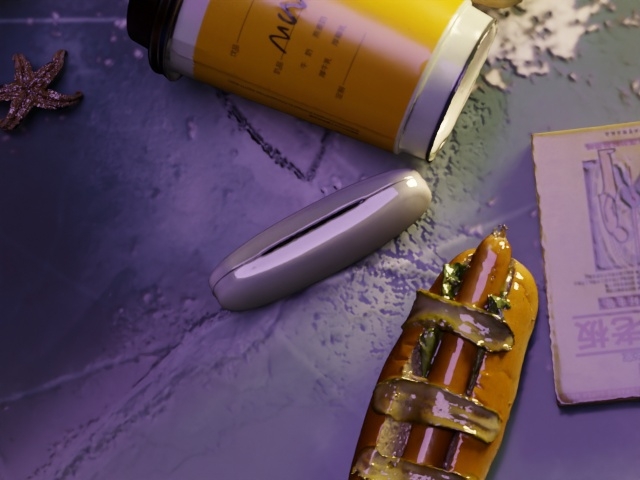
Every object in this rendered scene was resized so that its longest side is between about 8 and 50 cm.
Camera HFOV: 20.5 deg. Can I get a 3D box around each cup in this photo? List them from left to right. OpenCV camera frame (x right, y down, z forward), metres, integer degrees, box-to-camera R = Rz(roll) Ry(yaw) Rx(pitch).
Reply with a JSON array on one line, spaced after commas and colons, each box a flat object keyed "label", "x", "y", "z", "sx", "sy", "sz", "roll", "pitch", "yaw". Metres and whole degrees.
[{"label": "cup", "x": -0.006, "y": -0.182, "z": 1.450, "sx": 0.279, "sy": 0.196, "sz": 0.196, "roll": 25, "pitch": 80, "yaw": 7}]

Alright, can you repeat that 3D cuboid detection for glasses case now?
[{"label": "glasses case", "x": 0.000, "y": 0.000, "z": 1.447, "sx": 0.197, "sy": 0.076, "sz": 0.049, "roll": -28, "pitch": 71, "yaw": 1}]

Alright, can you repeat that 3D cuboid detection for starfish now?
[{"label": "starfish", "x": -0.251, "y": -0.133, "z": 1.550, "sx": 0.078, "sy": 0.028, "sz": 0.091, "roll": 35, "pitch": 78, "yaw": 18}]

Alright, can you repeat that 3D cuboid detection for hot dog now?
[{"label": "hot dog", "x": 0.101, "y": 0.115, "z": 1.403, "sx": 0.109, "sy": 0.072, "sz": 0.270, "roll": 18, "pitch": 79, "yaw": 11}]

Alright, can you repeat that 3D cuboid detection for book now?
[{"label": "book", "x": 0.257, "y": 0.015, "z": 1.429, "sx": 0.161, "sy": 0.026, "sz": 0.231, "roll": -6, "pitch": 74, "yaw": 7}]

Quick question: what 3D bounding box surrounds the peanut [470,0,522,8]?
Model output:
[{"label": "peanut", "x": 0.085, "y": -0.316, "z": 1.499, "sx": 0.130, "sy": 0.130, "sz": 0.290, "roll": -36, "pitch": 79, "yaw": -2}]
